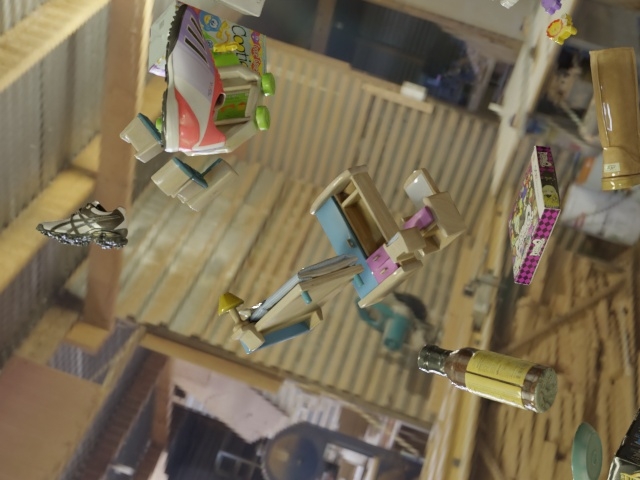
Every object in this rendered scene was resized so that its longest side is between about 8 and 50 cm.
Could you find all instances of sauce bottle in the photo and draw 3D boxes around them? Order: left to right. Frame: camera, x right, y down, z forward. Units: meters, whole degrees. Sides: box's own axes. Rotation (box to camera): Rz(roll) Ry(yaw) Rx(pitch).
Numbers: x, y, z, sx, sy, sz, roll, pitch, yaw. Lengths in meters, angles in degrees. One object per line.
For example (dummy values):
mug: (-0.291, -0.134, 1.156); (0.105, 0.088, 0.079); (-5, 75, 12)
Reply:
sauce bottle: (0.382, 0.309, 2.056); (0.111, 0.344, 0.111); (-12, -73, -43)

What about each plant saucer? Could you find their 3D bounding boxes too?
plant saucer: (0.467, 0.377, 1.529); (0.119, 0.021, 0.119); (4, -95, -53)

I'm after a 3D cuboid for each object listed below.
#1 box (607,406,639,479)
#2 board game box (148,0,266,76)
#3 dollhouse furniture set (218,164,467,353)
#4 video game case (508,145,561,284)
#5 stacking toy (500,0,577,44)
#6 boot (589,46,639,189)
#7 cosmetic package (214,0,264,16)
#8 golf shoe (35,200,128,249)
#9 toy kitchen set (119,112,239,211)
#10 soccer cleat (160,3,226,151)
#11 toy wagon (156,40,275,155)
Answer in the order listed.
box: (0.479, 0.284, 1.070); (0.175, 0.220, 0.051); (-25, -54, -57)
board game box: (-0.292, -0.489, 2.298); (0.144, 0.275, 0.142); (-29, 56, 47)
dollhouse furniture set: (0.000, 0.000, 1.356); (0.303, 0.198, 0.286); (-17, -19, -39)
video game case: (0.469, -0.055, 1.940); (0.210, 0.041, 0.232); (-82, 1, -45)
stacking toy: (0.435, -0.446, 1.511); (0.221, 0.167, 0.052); (-36, 46, 39)
boot: (0.616, -0.246, 1.748); (0.236, 0.089, 0.270); (-15, -80, -53)
cosmetic package: (-0.217, -0.554, 1.793); (0.085, 0.231, 0.117); (32, 104, 58)
golf shoe: (-0.491, -0.036, 1.832); (0.077, 0.198, 0.094); (64, -149, -76)
toy kitchen set: (-0.293, -0.178, 1.843); (0.122, 0.166, 0.207); (-40, -16, 4)
soccer cleat: (-0.231, -0.299, 1.627); (0.109, 0.116, 0.318); (110, 161, -59)
toy wagon: (-0.242, -0.346, 2.121); (0.068, 0.267, 0.344); (72, -161, -48)
